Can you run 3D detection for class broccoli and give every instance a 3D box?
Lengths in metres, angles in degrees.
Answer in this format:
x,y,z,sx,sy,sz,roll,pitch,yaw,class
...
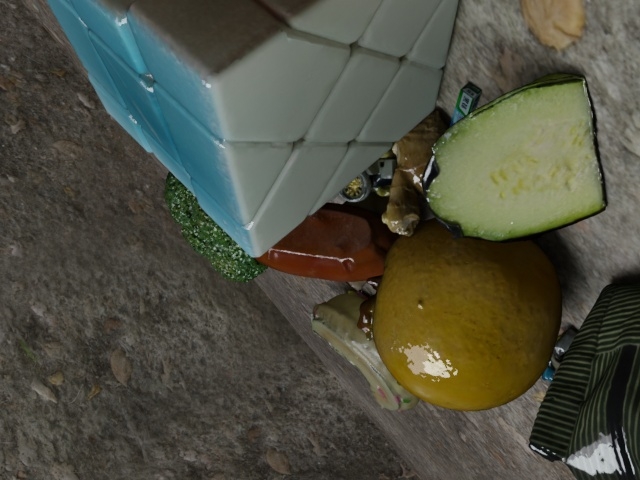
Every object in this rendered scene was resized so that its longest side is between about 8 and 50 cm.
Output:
x,y,z,sx,sy,sz,roll,pitch,yaw,class
-0.156,-0.104,1.248,0.321,0.310,0.413,47,146,4,broccoli

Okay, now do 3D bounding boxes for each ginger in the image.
x,y,z,sx,sy,sz,roll,pitch,yaw,class
0.137,-0.085,0.824,0.096,0.165,0.067,11,-179,-4,ginger

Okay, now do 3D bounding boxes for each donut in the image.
x,y,z,sx,sy,sz,roll,pitch,yaw,class
0.142,0.285,1.642,0.371,0.150,0.307,49,164,-4,donut

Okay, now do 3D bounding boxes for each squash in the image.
x,y,z,sx,sy,sz,roll,pitch,yaw,class
0.200,-0.091,0.688,0.085,0.184,0.192,-89,-23,-51,squash

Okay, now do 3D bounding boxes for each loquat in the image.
x,y,z,sx,sy,sz,roll,pitch,yaw,class
0.186,0.098,0.860,0.275,0.275,0.275,43,163,16,loquat

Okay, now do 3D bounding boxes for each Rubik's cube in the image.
x,y,z,sx,sy,sz,roll,pitch,yaw,class
-0.071,-0.235,0.669,0.316,0.319,0.322,44,163,19,Rubik's cube

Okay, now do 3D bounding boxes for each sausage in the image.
x,y,z,sx,sy,sz,roll,pitch,yaw,class
0.000,0.001,0.997,0.258,0.133,0.133,6,150,14,sausage

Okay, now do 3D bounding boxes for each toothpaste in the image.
x,y,z,sx,sy,sz,roll,pitch,yaw,class
0.174,-0.156,0.759,0.020,0.017,0.083,43,164,18,toothpaste

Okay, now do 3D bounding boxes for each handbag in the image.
x,y,z,sx,sy,sz,roll,pitch,yaw,class
0.400,0.228,0.679,0.340,0.240,0.247,53,159,-14,handbag

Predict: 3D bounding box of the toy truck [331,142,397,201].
x,y,z,sx,sy,sz,roll,pitch,yaw,class
-0.001,-0.140,0.937,0.272,0.124,0.157,4,99,34,toy truck

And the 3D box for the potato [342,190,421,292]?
x,y,z,sx,sy,sz,roll,pitch,yaw,class
0.088,-0.017,1.117,0.138,0.098,0.243,40,147,-1,potato

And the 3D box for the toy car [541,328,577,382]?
x,y,z,sx,sy,sz,roll,pitch,yaw,class
0.380,0.218,0.952,0.126,0.098,0.161,45,162,17,toy car
